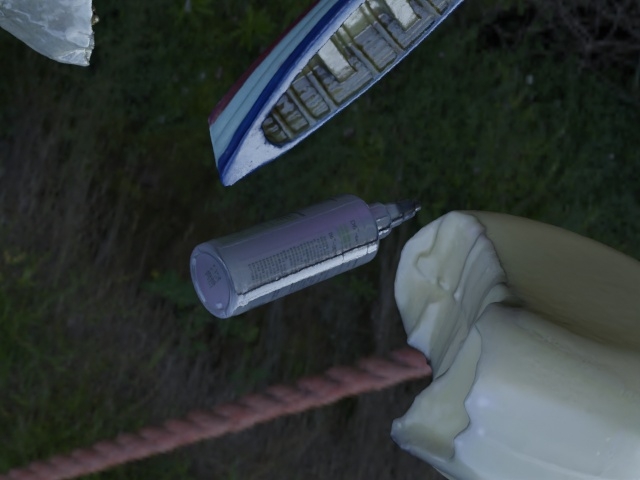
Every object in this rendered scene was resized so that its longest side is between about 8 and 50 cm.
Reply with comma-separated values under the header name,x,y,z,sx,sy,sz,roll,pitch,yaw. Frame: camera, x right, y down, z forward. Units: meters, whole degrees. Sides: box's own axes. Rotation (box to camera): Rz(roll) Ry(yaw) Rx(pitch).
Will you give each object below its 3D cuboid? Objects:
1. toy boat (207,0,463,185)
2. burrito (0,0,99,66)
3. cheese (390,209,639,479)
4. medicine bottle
name,x,y,z,sx,sy,sz,roll,pitch,yaw
toy boat,0.018,-0.122,0.700,0.229,0.046,0.080,-41,152,5
burrito,-0.367,-0.262,1.051,0.392,0.076,0.117,25,146,8
cheese,0.139,0.056,0.502,0.248,0.163,0.071,11,114,-25
medicine bottle,0.000,0.000,0.867,0.199,0.058,0.057,-21,170,-34
